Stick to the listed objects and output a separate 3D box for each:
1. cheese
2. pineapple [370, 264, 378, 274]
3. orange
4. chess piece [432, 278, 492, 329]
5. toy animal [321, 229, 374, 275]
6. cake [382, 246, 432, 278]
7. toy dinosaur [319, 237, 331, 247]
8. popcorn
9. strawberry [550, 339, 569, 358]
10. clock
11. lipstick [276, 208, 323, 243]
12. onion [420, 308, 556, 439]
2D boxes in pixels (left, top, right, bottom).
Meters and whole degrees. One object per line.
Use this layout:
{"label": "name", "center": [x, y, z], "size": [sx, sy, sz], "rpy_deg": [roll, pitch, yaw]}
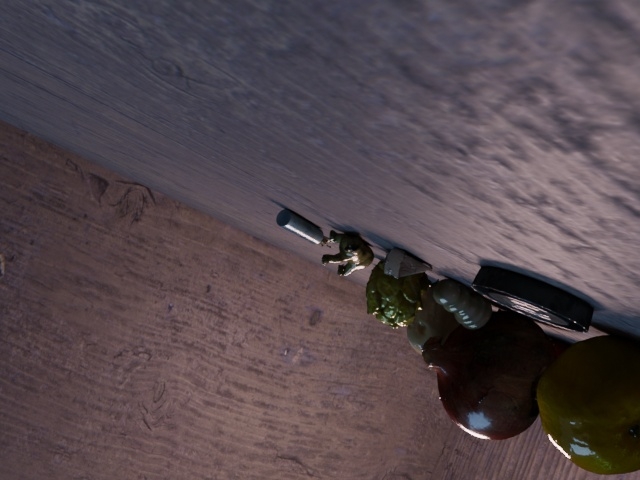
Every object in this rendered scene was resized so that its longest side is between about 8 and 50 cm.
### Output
{"label": "cheese", "center": [0.362, 0.242, 1.847], "size": [0.117, 0.235, 0.218], "rpy_deg": [-13, 107, 54]}
{"label": "pineapple", "center": [0.198, 0.106, 1.730], "size": [0.103, 0.083, 0.221], "rpy_deg": [24, 173, -17]}
{"label": "orange", "center": [0.581, 0.329, 1.249], "size": [0.279, 0.279, 0.235], "rpy_deg": [25, -171, -14]}
{"label": "chess piece", "center": [0.348, 0.156, 1.547], "size": [0.170, 0.094, 0.094], "rpy_deg": [30, 172, -35]}
{"label": "toy animal", "center": [0.076, 0.027, 1.514], "size": [0.101, 0.103, 0.218], "rpy_deg": [1, 164, 21]}
{"label": "cake", "center": [0.202, 0.061, 1.407], "size": [0.121, 0.065, 0.052], "rpy_deg": [19, -178, -42]}
{"label": "toy dinosaur", "center": [0.003, 0.002, 1.852], "size": [0.041, 0.026, 0.113], "rpy_deg": [34, 161, -32]}
{"label": "popcorn", "center": [0.196, 0.125, 1.510], "size": [0.173, 0.168, 0.195], "rpy_deg": [-17, 173, 17]}
{"label": "strawberry", "center": [0.704, 0.430, 1.876], "size": [0.257, 0.257, 0.277], "rpy_deg": [23, -171, 5]}
{"label": "clock", "center": [0.381, 0.106, 1.108], "size": [0.215, 0.042, 0.215], "rpy_deg": [24, 176, 2]}
{"label": "lipstick", "center": [-0.051, -0.034, 1.599], "size": [0.048, 0.048, 0.158], "rpy_deg": [20, 174, 37]}
{"label": "onion", "center": [0.467, 0.347, 1.640], "size": [0.353, 0.354, 0.353], "rpy_deg": [23, 175, 2]}
